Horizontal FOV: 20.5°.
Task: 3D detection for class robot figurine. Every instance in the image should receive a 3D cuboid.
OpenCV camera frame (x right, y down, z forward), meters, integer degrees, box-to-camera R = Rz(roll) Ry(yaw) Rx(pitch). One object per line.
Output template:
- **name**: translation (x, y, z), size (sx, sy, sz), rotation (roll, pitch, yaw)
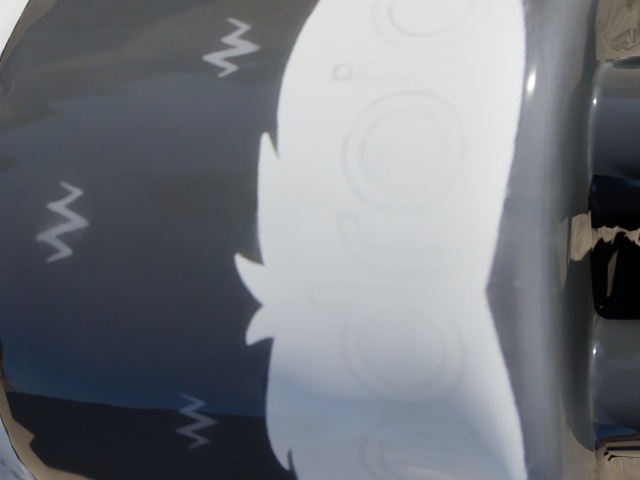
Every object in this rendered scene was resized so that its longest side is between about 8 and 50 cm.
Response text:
- **robot figurine**: translation (0.001, -0.002, 0.486), size (0.278, 0.173, 0.209), rotation (1, 60, 22)
